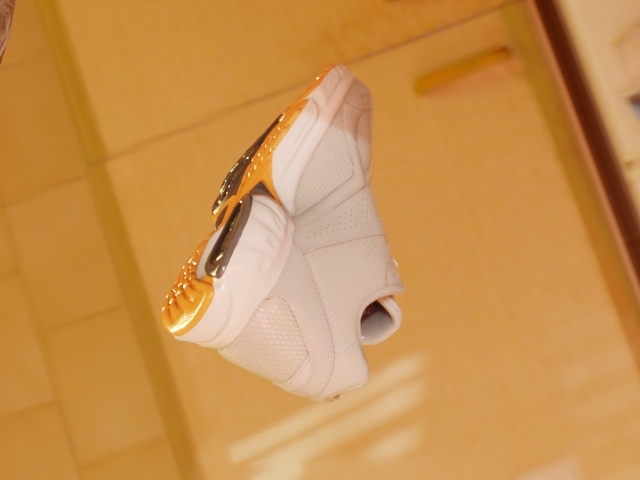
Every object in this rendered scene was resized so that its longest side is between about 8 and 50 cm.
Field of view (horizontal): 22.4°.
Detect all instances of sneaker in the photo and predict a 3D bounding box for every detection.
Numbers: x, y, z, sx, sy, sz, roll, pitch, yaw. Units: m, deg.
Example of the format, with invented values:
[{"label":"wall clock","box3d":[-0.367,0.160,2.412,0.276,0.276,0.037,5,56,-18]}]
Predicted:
[{"label":"sneaker","box3d":[0.000,0.000,0.943,0.099,0.121,0.262,-44,-166,37]}]

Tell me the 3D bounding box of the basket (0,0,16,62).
[{"label":"basket","box3d":[-0.164,-0.053,0.276,0.204,0.154,0.227,0,-172,23]}]
